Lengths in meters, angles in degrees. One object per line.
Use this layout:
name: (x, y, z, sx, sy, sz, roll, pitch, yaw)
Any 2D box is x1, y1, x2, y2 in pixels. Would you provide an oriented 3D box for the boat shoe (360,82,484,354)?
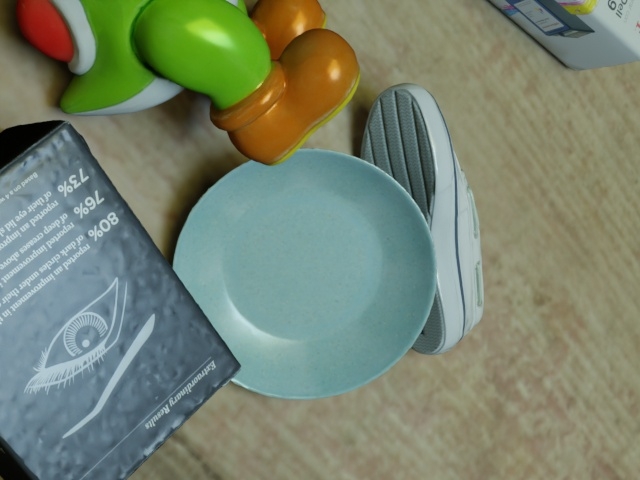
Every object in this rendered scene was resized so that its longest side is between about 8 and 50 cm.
boat shoe: (0.089, -0.022, 0.920, 0.076, 0.083, 0.226, -25, 117, -44)

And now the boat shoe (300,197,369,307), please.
boat shoe: (0.000, 0.000, 0.869, 0.038, 0.046, 0.125, -27, 103, -31)

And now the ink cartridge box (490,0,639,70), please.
ink cartridge box: (0.211, -0.269, 0.979, 0.212, 0.093, 0.154, 32, 73, -33)

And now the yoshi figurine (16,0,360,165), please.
yoshi figurine: (-0.126, -0.219, 0.702, 0.362, 0.204, 0.203, 33, 57, -28)

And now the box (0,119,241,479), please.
box: (-0.177, 0.050, 0.711, 0.153, 0.108, 0.207, -42, 114, -26)

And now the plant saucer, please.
plant saucer: (-0.012, 0.023, 0.833, 0.195, 0.037, 0.195, -1, 108, -5)
